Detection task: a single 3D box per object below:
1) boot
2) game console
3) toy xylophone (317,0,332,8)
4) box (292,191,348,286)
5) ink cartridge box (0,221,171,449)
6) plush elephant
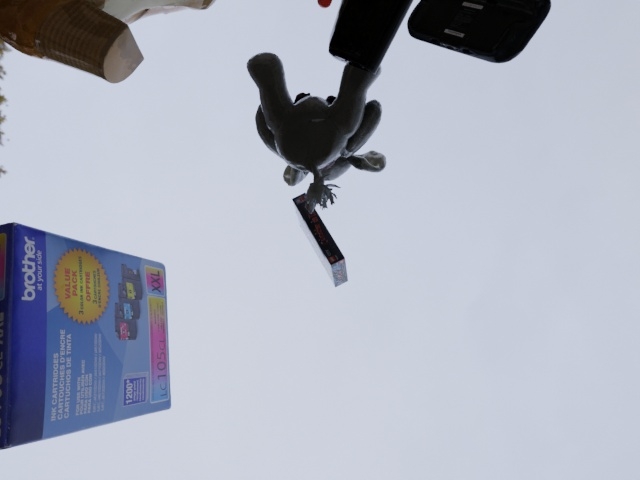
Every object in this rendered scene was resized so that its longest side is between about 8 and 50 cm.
[{"bbox_3d":[-0.236,-0.314,0.526,0.211,0.104,0.295,29,-112,7],"label":"boot"},{"bbox_3d":[0.156,-0.340,0.725,0.361,0.044,0.213,40,-73,40],"label":"game console"},{"bbox_3d":[-0.019,-0.770,1.223,0.323,0.081,0.236,25,-88,-30],"label":"toy xylophone"},{"bbox_3d":[0.000,0.000,1.340,0.044,0.159,0.233,-27,-116,-8],"label":"box"},{"bbox_3d":[-0.387,0.139,0.688,0.151,0.395,0.270,-11,-104,14],"label":"ink cartridge box"},{"bbox_3d":[0.006,-0.231,1.067,0.272,0.255,0.330,-2,-84,9],"label":"plush elephant"}]
